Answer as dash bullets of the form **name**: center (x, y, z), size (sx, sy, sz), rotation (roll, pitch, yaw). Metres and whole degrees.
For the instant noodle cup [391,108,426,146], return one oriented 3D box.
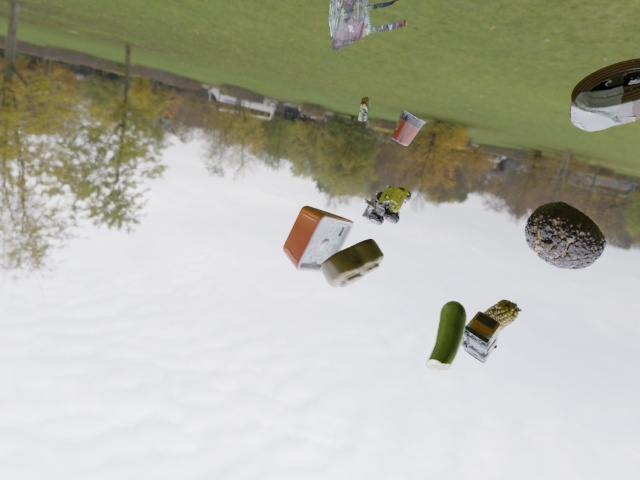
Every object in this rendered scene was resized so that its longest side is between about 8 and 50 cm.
- **instant noodle cup**: center (0.382, -0.498, 2.070), size (0.127, 0.136, 0.127), rotation (26, -160, -10)

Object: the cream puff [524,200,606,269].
- **cream puff**: center (0.761, -0.008, 1.471), size (0.239, 0.165, 0.239), rotation (45, -179, -1)

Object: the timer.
- **timer**: center (0.000, 0.000, 1.980), size (0.249, 0.258, 0.161), rotation (16, -164, -41)

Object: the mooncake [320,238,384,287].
- **mooncake**: center (0.114, 0.096, 1.727), size (0.234, 0.234, 0.117), rotation (-9, -115, -55)

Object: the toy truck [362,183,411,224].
- **toy truck**: center (0.237, -0.137, 1.762), size (0.111, 0.136, 0.285), rotation (35, 165, -15)

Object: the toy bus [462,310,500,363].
- **toy bus**: center (0.577, 0.348, 1.672), size (0.098, 0.114, 0.201), rotation (33, 160, 33)

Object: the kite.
- **kite**: center (0.125, -0.644, 1.301), size (0.022, 0.205, 0.360), rotation (-14, -155, -30)

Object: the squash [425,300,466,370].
- **squash**: center (0.369, 0.274, 1.348), size (0.083, 0.083, 0.250), rotation (16, -135, 17)

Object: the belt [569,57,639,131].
- **belt**: center (1.112, -0.541, 1.737), size (0.338, 0.218, 0.122), rotation (-16, 146, 23)

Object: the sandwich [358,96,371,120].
- **sandwich**: center (0.181, -0.540, 1.914), size (0.035, 0.093, 0.105), rotation (14, 176, 9)

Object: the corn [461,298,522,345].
- **corn**: center (0.659, 0.343, 1.854), size (0.101, 0.313, 0.102), rotation (17, -136, -17)
